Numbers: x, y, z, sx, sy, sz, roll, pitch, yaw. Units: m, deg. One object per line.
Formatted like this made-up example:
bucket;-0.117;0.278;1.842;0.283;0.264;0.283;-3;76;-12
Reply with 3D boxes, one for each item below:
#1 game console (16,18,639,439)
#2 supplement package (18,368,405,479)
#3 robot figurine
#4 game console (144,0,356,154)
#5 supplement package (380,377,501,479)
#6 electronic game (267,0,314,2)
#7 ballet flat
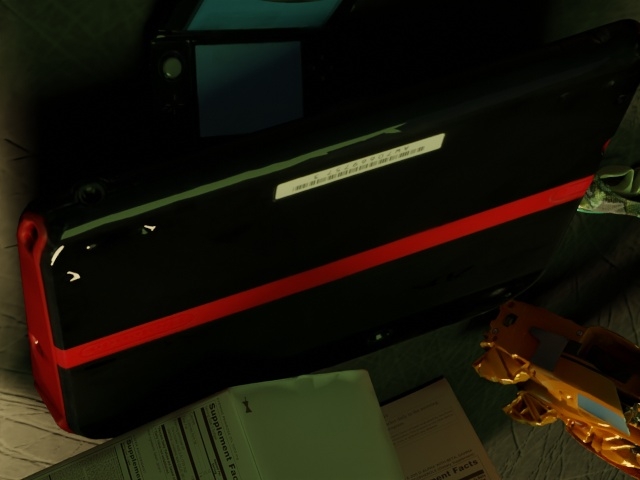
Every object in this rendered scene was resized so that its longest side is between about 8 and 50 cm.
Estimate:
game console;0.000;0.000;1.086;0.387;0.060;0.342;-19;156;-15
supplement package;-0.069;0.198;1.198;0.203;0.149;0.194;-25;168;28
robot figurine;0.270;0.151;1.343;0.085;0.291;0.211;-56;149;-11
game console;-0.029;-0.103;0.946;0.122;0.107;0.071;-6;-173;-30
supplement package;0.024;0.269;1.453;0.262;0.145;0.204;-22;147;-7
electronic game;0.015;-0.216;0.842;0.229;0.048;0.229;-19;140;-17
ballet flat;0.230;-0.037;1.271;0.114;0.041;0.041;6;135;-43
